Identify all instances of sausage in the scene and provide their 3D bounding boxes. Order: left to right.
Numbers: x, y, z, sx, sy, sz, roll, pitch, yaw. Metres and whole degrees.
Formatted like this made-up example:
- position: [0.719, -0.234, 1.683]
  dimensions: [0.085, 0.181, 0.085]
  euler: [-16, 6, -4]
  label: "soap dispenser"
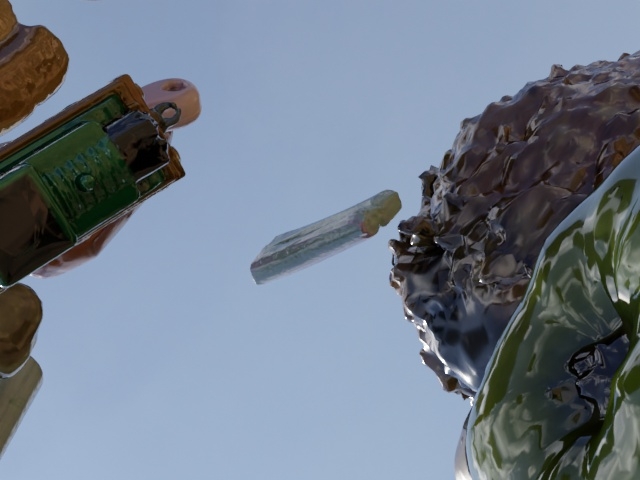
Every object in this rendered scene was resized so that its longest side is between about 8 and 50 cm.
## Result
- position: [-0.287, -0.063, 1.637]
  dimensions: [0.258, 0.133, 0.133]
  euler: [-53, -38, -16]
  label: "sausage"

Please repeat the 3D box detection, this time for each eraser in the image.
- position: [-0.401, 0.243, 1.447]
  dimensions: [0.081, 0.174, 0.227]
  euler: [37, -143, -13]
  label: "eraser"

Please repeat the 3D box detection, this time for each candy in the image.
- position: [-0.404, 0.066, 1.350]
  dimensions: [0.104, 0.234, 0.102]
  euler: [-48, 19, 60]
  label: "candy"

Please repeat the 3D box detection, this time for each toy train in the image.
- position: [-0.187, -0.035, 0.926]
  dimensions: [0.227, 0.136, 0.091]
  euler: [-33, -74, -15]
  label: "toy train"

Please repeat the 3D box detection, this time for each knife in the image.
- position: [-0.279, -0.101, 1.384]
  dimensions: [0.335, 0.081, 0.043]
  euler: [-21, -54, -21]
  label: "knife"

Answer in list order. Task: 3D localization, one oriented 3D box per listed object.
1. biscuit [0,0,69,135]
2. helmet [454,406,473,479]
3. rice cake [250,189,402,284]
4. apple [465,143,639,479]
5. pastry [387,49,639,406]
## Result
- position: [-0.234, -0.102, 0.565]
  dimensions: [0.144, 0.224, 0.033]
  euler: [-53, -8, -43]
  label: "biscuit"
- position: [0.260, 0.288, 1.658]
  dimensions: [0.224, 0.198, 0.130]
  euler: [-32, -29, -48]
  label: "helmet"
- position: [0.000, 0.000, 1.536]
  dimensions: [0.042, 0.221, 0.080]
  euler: [55, -132, -12]
  label: "rice cake"
- position: [0.246, 0.092, 0.526]
  dimensions: [0.357, 0.357, 0.357]
  euler: [-19, -68, -59]
  label: "apple"
- position: [0.249, 0.029, 0.961]
  dimensions: [0.337, 0.405, 0.292]
  euler: [-60, -42, -47]
  label: "pastry"
